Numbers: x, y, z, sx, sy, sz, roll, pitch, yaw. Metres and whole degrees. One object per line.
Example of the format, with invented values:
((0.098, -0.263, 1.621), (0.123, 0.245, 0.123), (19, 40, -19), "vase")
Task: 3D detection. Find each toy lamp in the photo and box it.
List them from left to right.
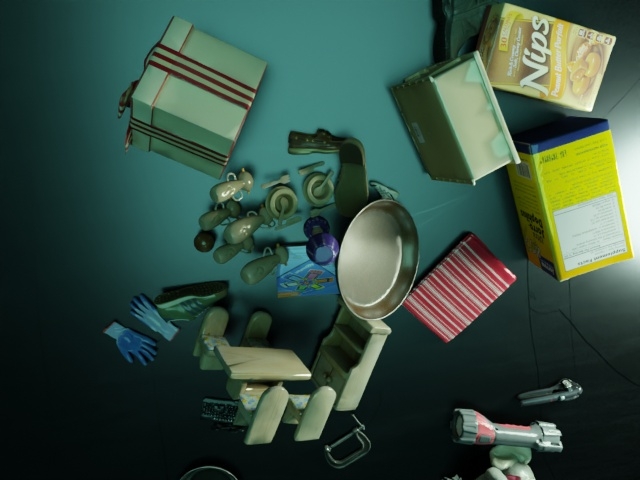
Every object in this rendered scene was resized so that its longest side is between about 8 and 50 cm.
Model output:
((0.000, 0.000, 1.398), (0.080, 0.274, 0.080), (-1, 106, -3), "toy lamp")

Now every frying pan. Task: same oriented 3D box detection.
((-0.354, 0.800, 1.706), (0.197, 0.053, 0.326), (23, 104, -9), "frying pan")

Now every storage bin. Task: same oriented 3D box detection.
((0.303, -0.278, 1.352), (0.123, 0.260, 0.262), (-29, 105, -8), "storage bin")

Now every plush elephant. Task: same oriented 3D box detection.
((0.548, 0.741, 1.649), (0.256, 0.330, 0.271), (-17, 108, -23), "plush elephant")

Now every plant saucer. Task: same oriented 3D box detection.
((0.139, 0.048, 1.461), (0.311, 0.050, 0.310), (-10, 104, -43), "plant saucer")

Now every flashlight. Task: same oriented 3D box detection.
((0.537, 0.553, 1.671), (0.304, 0.103, 0.103), (7, 70, -9), "flashlight")

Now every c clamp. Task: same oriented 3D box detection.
((0.075, 0.599, 1.695), (0.161, 0.022, 0.137), (-39, 108, 6), "c clamp")

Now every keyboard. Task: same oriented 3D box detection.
((-0.248, 0.510, 1.643), (0.192, 0.038, 0.100), (8, 104, -4), "keyboard")

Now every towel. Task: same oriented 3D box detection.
((0.380, 0.133, 1.582), (0.199, 0.031, 0.275), (41, 101, -14), "towel")

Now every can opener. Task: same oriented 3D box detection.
((0.666, 0.450, 1.665), (0.186, 0.059, 0.073), (-12, 106, 0), "can opener")

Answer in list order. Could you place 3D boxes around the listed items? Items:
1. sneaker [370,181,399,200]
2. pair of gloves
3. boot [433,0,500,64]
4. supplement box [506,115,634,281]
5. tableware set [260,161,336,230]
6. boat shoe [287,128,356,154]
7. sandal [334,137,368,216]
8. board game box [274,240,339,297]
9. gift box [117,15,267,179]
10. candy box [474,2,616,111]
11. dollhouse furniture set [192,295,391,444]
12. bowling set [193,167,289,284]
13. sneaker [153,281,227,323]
((0.163, -0.125, 1.499), (0.083, 0.032, 0.036), (25, 102, -9), "sneaker")
((-0.484, 0.244, 1.567), (0.159, 0.023, 0.198), (44, 99, -13), "pair of gloves")
((0.362, -0.507, 1.388), (0.161, 0.083, 0.246), (-6, 107, -8), "boot")
((0.615, -0.110, 1.445), (0.194, 0.195, 0.356), (-17, 104, 2), "supplement box")
((-0.045, -0.110, 1.449), (0.194, 0.039, 0.128), (-24, 107, -23), "tableware set")
((0.005, -0.250, 1.441), (0.178, 0.064, 0.060), (-2, 107, 0), "boat shoe")
((0.089, -0.170, 1.458), (0.088, 0.079, 0.240), (12, 137, 14), "sandal")
((0.021, 0.075, 1.547), (0.282, 0.027, 0.144), (-3, 103, -2), "board game box")
((-0.300, -0.299, 1.298), (0.258, 0.276, 0.255), (24, 63, -12), "gift box")
((0.529, -0.435, 1.382), (0.317, 0.087, 0.182), (8, 104, -18), "candy box")
((-0.059, 0.279, 1.440), (0.395, 0.362, 0.256), (11, 107, -35), "dollhouse furniture set")
((-0.222, -0.037, 1.466), (0.200, 0.154, 0.286), (1, 115, 42), "bowling set")
((-0.340, 0.172, 1.539), (0.192, 0.064, 0.086), (-12, 122, -9), "sneaker")
